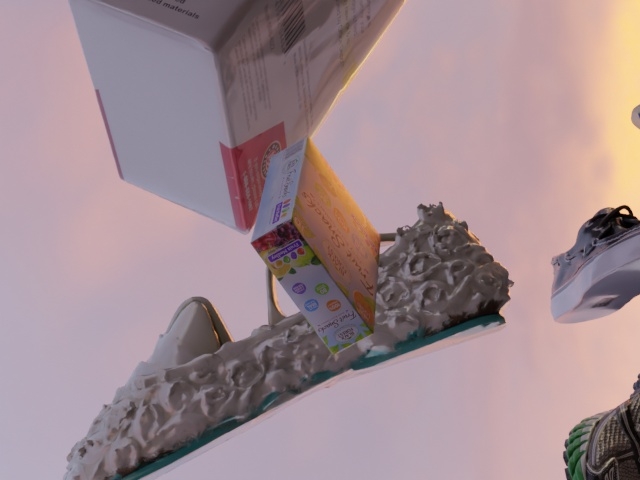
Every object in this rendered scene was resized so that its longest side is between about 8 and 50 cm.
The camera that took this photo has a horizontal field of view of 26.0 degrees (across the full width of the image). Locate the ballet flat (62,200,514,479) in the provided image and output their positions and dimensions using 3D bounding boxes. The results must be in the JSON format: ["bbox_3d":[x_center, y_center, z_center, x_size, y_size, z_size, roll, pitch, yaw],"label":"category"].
[{"bbox_3d":[-0.040,0.088,1.162,0.147,0.408,0.147,-24,-90,-88],"label":"ballet flat"}]

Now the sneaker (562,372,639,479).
[{"bbox_3d":[0.365,0.198,1.421,0.134,0.146,0.343,56,-137,-3],"label":"sneaker"}]

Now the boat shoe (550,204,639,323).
[{"bbox_3d":[0.245,0.010,1.163,0.228,0.080,0.076,108,155,-73],"label":"boat shoe"}]

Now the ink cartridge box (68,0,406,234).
[{"bbox_3d":[-0.054,-0.248,1.357,0.385,0.160,0.279,-56,-22,-28],"label":"ink cartridge box"}]

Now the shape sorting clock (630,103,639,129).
[{"bbox_3d":[0.454,-0.132,1.558,0.206,0.206,0.040,25,-111,-57],"label":"shape sorting clock"}]

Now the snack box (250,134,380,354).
[{"bbox_3d":[0.000,0.000,0.958,0.100,0.037,0.141,53,-160,-20],"label":"snack box"}]
